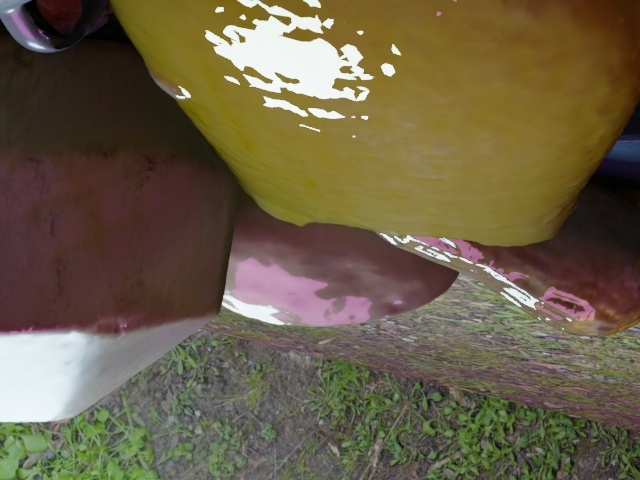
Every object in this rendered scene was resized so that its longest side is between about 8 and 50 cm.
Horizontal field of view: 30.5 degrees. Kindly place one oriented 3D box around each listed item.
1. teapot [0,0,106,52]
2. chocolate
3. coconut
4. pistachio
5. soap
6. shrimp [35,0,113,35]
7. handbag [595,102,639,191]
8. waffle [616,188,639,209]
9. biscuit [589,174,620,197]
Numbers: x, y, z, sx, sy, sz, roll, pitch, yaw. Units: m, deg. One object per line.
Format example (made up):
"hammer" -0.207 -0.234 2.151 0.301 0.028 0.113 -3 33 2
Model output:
"teapot" -0.222 -0.194 0.648 0.193 0.129 0.294 4 165 35
"chocolate" 0.148 -0.022 0.994 0.309 0.134 0.134 27 169 4
"coconut" -0.238 -0.008 1.003 0.352 0.352 0.352 11 168 2
"pistachio" 0.000 0.000 1.204 0.299 0.187 0.187 7 168 -1
"soap" 0.033 -0.104 0.703 0.306 0.115 0.427 15 166 9
"shrimp" -0.122 -0.180 0.847 0.166 0.049 0.161 6 168 -15
"handbag" 0.310 -0.073 0.875 0.229 0.062 0.179 4 167 32
"waffle" 0.314 -0.009 1.166 0.262 0.060 0.280 20 165 -35
"biscuit" 0.201 -0.023 1.095 0.188 0.027 0.188 26 150 16
